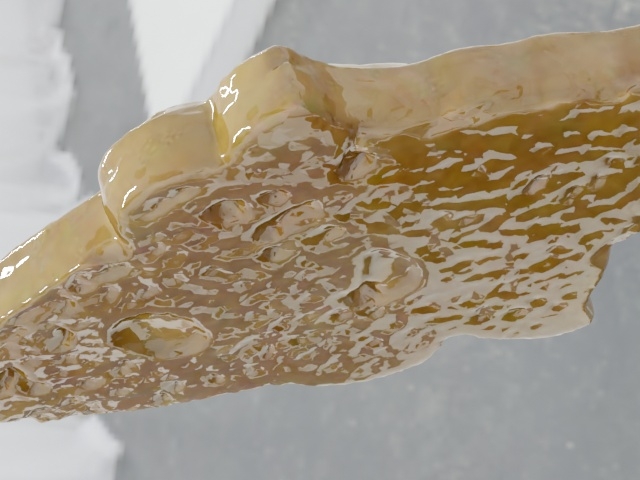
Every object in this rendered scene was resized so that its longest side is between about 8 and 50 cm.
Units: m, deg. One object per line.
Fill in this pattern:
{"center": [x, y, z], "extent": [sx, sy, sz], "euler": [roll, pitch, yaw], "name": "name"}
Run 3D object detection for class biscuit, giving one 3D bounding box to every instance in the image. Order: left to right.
{"center": [0.000, 0.000, 0.490], "extent": [0.250, 0.162, 0.035], "euler": [-21, 56, 14], "name": "biscuit"}
